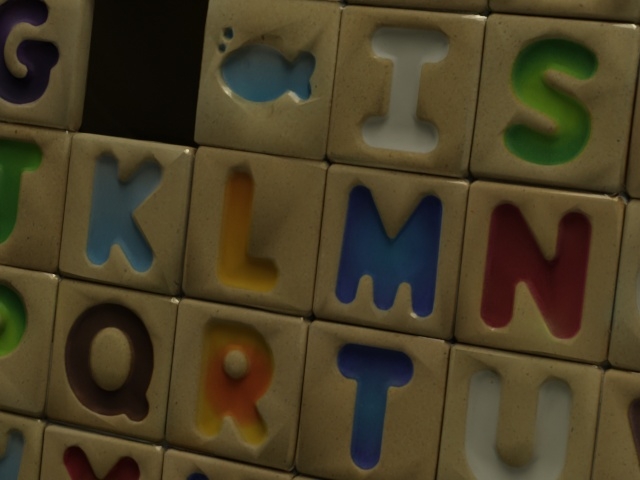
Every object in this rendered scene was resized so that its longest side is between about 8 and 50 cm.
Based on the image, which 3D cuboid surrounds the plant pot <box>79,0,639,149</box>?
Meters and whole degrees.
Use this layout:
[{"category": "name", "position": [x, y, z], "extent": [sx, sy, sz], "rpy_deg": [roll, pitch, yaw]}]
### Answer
[{"category": "plant pot", "position": [0.079, -0.110, 0.585], "extent": [0.323, 0.323, 0.280], "rpy_deg": [-25, 47, -31]}]

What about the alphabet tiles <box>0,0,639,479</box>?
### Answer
[{"category": "alphabet tiles", "position": [0.000, 0.000, 0.474], "extent": [0.237, 0.198, 0.009], "rpy_deg": [8, 4, 29]}]
